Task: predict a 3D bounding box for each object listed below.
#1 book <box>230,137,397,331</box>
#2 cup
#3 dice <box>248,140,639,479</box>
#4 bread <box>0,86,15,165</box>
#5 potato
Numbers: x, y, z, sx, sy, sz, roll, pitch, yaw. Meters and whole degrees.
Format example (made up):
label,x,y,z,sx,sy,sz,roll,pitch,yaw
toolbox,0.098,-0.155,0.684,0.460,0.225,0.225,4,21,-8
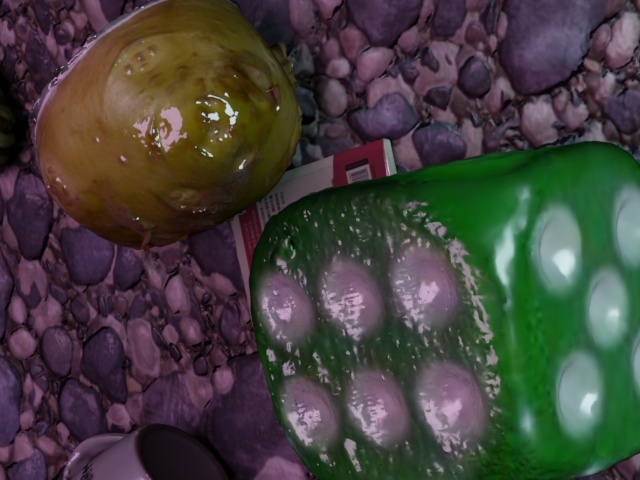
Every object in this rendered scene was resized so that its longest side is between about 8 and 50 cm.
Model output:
label,x,y,z,sx,sy,sz,roll,pitch,yaw
book,0.000,0.000,1.945,0.232,0.022,0.162,-18,81,41
cup,-0.226,0.303,2.103,0.234,0.186,0.258,-51,37,24
dice,0.133,0.069,1.664,0.297,0.300,0.287,-7,94,40
bread,-0.420,-0.144,2.250,0.139,0.071,0.130,42,118,30
potato,-0.152,-0.088,1.913,0.299,0.246,0.196,-56,48,26
